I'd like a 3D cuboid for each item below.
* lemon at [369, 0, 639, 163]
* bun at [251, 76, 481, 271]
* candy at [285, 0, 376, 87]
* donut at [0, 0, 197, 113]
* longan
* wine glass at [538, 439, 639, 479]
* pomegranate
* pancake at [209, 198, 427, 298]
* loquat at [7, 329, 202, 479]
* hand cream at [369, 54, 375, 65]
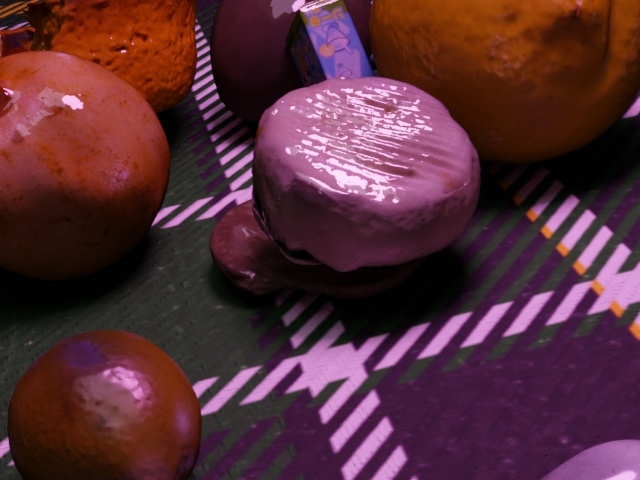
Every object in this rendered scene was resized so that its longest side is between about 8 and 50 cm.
[{"bbox_3d":[0.215,-0.249,1.353,0.348,0.348,0.348,-8,28,4],"label":"lemon"},{"bbox_3d":[0.041,-0.056,1.174,0.239,0.141,0.239,2,40,-2],"label":"bun"},{"bbox_3d":[0.025,-0.185,1.411,0.062,0.194,0.097,-20,-9,-17],"label":"candy"},{"bbox_3d":[-0.336,-0.233,1.590,0.435,0.163,0.378,-3,11,37],"label":"donut"},{"bbox_3d":[-0.044,-0.264,1.584,0.248,0.248,0.248,-8,28,4],"label":"longan"},{"bbox_3d":[0.233,0.178,0.772,0.241,0.126,0.126,-19,30,-23],"label":"wine glass"},{"bbox_3d":[-0.296,-0.082,1.278,0.264,0.264,0.264,-8,28,4],"label":"pomegranate"},{"bbox_3d":[0.000,0.001,1.254,0.236,0.042,0.222,-8,31,-2],"label":"pancake"},{"bbox_3d":[-0.169,0.150,0.936,0.152,0.152,0.195,-22,39,-21],"label":"loquat"},{"bbox_3d":[0.041,-0.288,1.763,0.271,0.058,0.091,-3,41,20],"label":"hand cream"}]
